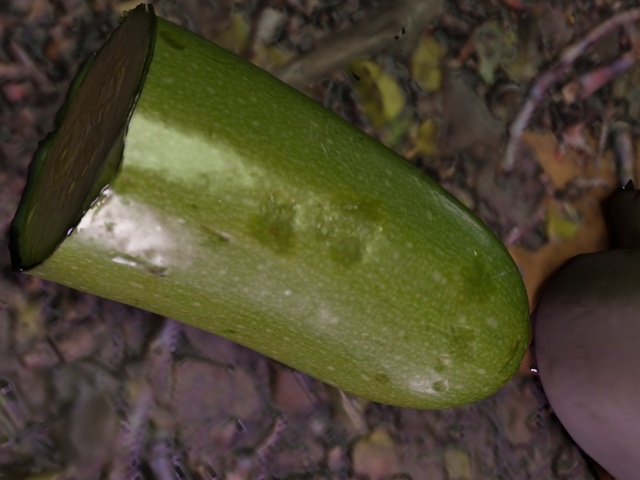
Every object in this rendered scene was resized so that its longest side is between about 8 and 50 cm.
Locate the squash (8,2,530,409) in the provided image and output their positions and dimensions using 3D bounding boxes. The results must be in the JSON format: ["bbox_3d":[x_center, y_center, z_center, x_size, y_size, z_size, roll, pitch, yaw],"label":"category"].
[{"bbox_3d":[0.000,0.000,0.380,0.188,0.095,0.095,25,75,-25],"label":"squash"}]

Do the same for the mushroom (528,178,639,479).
[{"bbox_3d":[0.194,0.045,0.460,0.188,0.117,0.141,-5,98,-30],"label":"mushroom"}]
